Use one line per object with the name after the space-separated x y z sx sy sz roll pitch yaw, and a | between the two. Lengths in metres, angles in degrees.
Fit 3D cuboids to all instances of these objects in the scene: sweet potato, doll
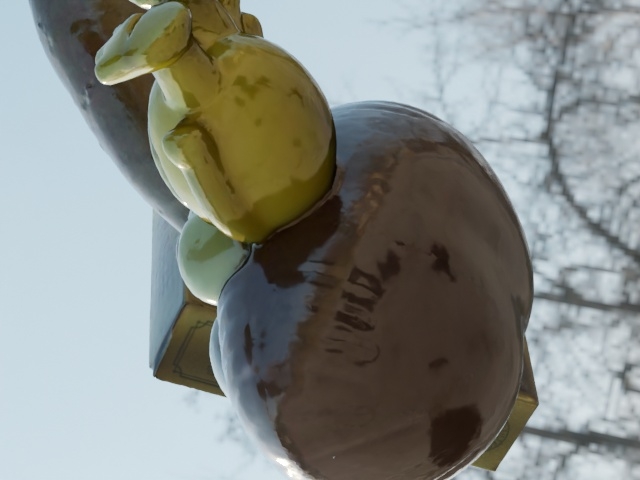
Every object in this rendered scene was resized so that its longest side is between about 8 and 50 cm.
-0.104 -0.139 0.840 0.108 0.079 0.346 56 -162 -47 | sweet potato
0.001 -0.006 0.501 0.188 0.096 0.145 63 -153 -10 | doll

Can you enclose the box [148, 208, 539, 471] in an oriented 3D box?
0.012 0.040 1.027 0.159 0.240 0.071 -95 29 -50 | box
